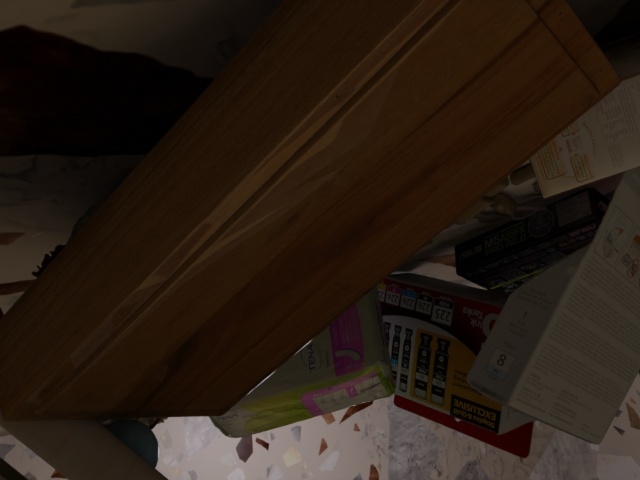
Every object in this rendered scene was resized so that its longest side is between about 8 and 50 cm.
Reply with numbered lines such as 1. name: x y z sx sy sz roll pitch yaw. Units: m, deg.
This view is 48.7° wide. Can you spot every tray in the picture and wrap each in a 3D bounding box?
1. tray: -0.016 -0.016 0.470 0.411 0.076 0.202 -41 148 23

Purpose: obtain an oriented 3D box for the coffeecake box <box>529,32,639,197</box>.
1. coffeecake box: 0.245 -0.113 0.545 0.185 0.068 0.142 -19 -163 17

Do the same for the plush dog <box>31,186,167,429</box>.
1. plush dog: -0.162 0.029 0.669 0.262 0.210 0.225 -38 163 -30

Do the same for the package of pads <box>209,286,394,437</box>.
1. package of pads: -0.038 0.182 1.158 0.296 0.229 0.101 -17 133 11

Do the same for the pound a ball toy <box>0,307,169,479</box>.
1. pound a ball toy: -0.265 0.137 0.565 0.136 0.319 0.208 -50 -175 -23

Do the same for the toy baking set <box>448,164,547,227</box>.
1. toy baking set: 0.268 -0.053 0.984 0.196 0.030 0.256 -8 164 -25

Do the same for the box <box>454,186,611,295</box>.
1. box: 0.399 0.025 1.202 0.216 0.060 0.270 24 144 -34

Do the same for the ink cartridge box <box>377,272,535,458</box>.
1. ink cartridge box: 0.222 0.217 1.244 0.130 0.272 0.309 0 -172 -44

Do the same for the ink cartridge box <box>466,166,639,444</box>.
1. ink cartridge box: 0.417 0.102 1.088 0.308 0.385 0.091 29 177 -40
